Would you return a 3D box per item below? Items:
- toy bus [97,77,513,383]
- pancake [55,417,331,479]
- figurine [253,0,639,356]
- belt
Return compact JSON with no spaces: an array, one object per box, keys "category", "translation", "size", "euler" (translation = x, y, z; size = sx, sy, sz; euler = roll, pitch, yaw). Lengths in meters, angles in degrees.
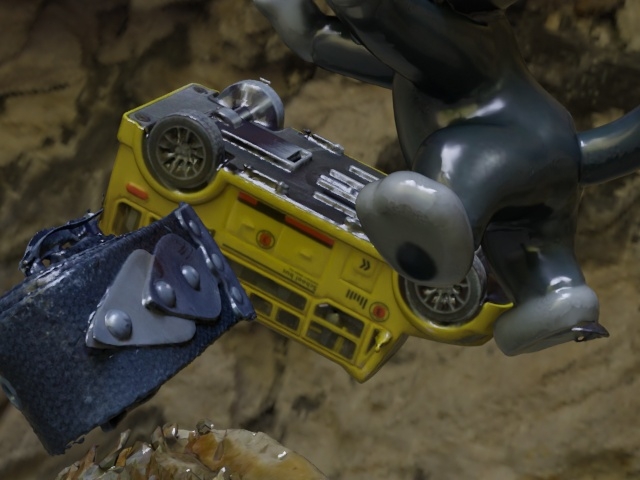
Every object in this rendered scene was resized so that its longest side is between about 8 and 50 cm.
[{"category":"toy bus","translation":[0.000,0.000,1.078],"size":[0.330,0.144,0.152],"euler":[27,-65,12]},{"category":"pancake","translation":[-0.105,0.242,0.559],"size":[0.071,0.382,0.382],"euler":[36,-36,-31]},{"category":"figurine","translation":[0.050,-0.087,0.483],"size":[0.140,0.193,0.265],"euler":[-31,-93,8]},{"category":"belt","translation":[-0.141,0.045,0.885],"size":[0.122,0.218,0.128],"euler":[-31,-87,16]}]
